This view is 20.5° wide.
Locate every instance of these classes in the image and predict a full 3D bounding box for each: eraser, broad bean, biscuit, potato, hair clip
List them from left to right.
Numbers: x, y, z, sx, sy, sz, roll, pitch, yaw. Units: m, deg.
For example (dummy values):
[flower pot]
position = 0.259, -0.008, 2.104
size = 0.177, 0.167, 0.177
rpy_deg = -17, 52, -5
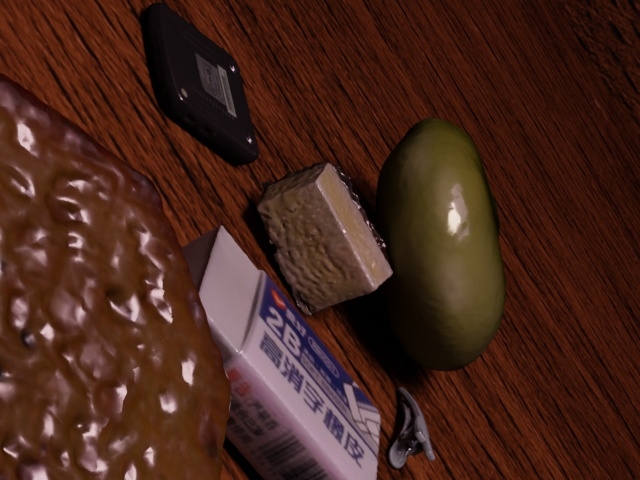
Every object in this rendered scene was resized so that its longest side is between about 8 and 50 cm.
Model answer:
[biscuit]
position = -0.172, 0.079, 0.972
size = 0.359, 0.046, 0.359
rpy_deg = 27, 57, -49
[eraser]
position = -0.041, 0.104, 1.330
size = 0.210, 0.068, 0.124
rpy_deg = 52, 24, -20
[potato]
position = -0.001, -0.002, 1.530
size = 0.122, 0.086, 0.061
rpy_deg = 62, 18, -15
[hair clip]
position = 0.076, 0.166, 1.578
size = 0.115, 0.039, 0.030
rpy_deg = -89, 154, -72
[broad bean]
position = 0.112, 0.003, 1.669
size = 0.291, 0.119, 0.238
rpy_deg = -55, 143, -83

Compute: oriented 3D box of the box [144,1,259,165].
[box]
position = -0.104, -0.138, 1.543
size = 0.125, 0.027, 0.126
rpy_deg = 36, 32, -47

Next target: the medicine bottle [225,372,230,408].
[medicine bottle]
position = -0.149, 0.057, 1.124
size = 0.219, 0.078, 0.115
rpy_deg = 52, 33, -24
